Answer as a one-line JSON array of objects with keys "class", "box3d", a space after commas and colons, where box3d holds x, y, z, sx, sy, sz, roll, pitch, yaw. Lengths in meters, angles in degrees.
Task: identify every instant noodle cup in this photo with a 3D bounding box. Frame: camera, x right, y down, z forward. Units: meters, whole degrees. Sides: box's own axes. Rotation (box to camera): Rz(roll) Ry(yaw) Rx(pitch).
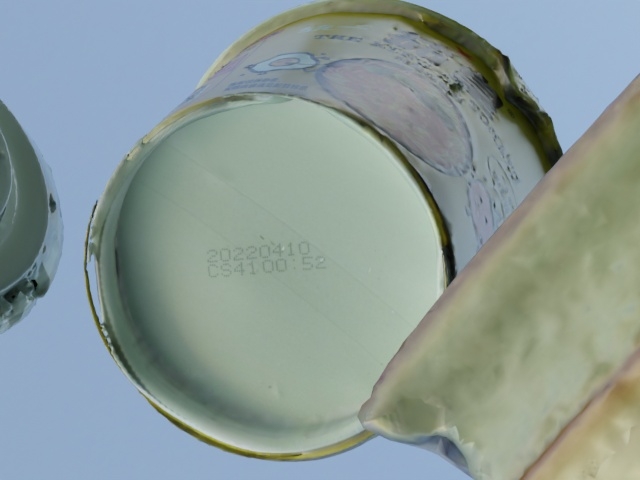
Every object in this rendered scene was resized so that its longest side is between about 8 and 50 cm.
[{"class": "instant noodle cup", "box3d": [0.000, 0.000, 0.703, 0.182, 0.182, 0.144, 54, -160, -1]}]

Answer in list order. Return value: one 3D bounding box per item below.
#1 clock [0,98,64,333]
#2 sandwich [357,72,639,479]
[{"class": "clock", "box3d": [-0.252, -0.045, 1.066, 0.236, 0.053, 0.236, 22, -134, -25]}, {"class": "sandwich", "box3d": [0.155, 0.047, 0.386, 0.227, 0.198, 0.155, 24, -159, -46]}]
